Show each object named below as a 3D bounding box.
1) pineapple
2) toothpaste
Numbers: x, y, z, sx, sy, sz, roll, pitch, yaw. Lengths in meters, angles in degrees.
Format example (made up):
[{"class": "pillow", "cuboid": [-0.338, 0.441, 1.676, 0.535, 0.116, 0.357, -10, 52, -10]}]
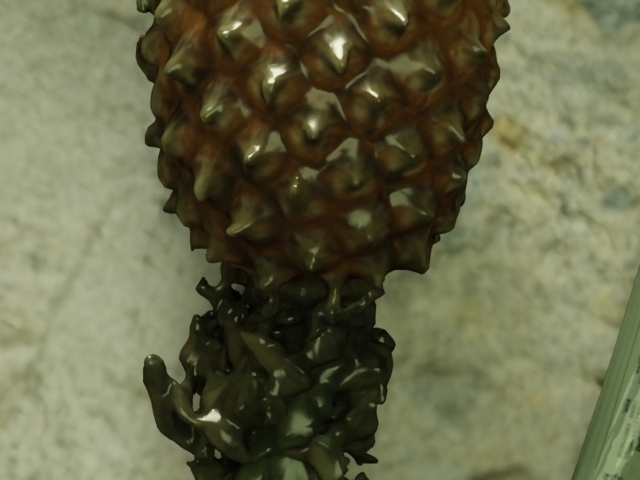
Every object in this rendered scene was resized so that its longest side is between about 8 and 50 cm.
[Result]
[{"class": "pineapple", "cuboid": [0.000, 0.000, 0.858, 0.175, 0.175, 0.361, -2, 91, -11]}, {"class": "toothpaste", "cuboid": [0.164, 0.060, 0.935, 0.064, 0.041, 0.218, 18, 82, -14]}]
